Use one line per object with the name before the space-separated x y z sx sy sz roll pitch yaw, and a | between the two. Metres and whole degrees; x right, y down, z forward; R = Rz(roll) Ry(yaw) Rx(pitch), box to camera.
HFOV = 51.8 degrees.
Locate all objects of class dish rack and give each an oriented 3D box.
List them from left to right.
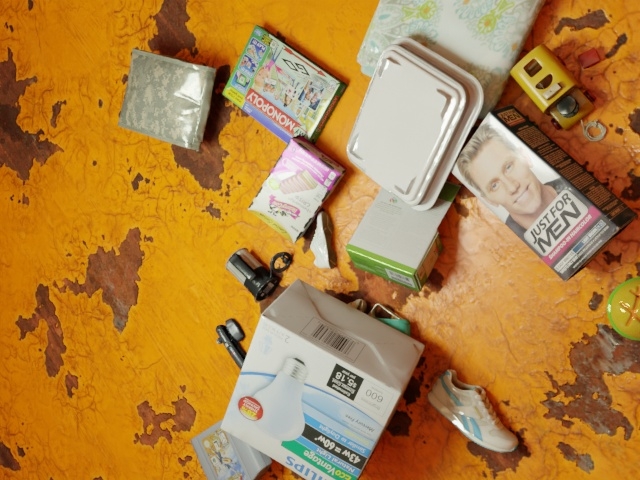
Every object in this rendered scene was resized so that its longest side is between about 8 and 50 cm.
dish rack | 0.187 -0.256 1.479 0.285 0.072 0.333 42 128 30

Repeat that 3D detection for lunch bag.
lunch bag | -0.412 -0.398 1.871 0.287 0.169 0.235 23 105 32

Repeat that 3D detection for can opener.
can opener | -0.238 0.314 1.875 0.073 0.059 0.186 -37 74 27

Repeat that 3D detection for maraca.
maraca | 0.663 0.130 1.304 0.185 0.099 0.127 -13 88 5

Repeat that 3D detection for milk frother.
milk frother | -0.167 0.065 1.807 0.143 0.129 0.134 -40 67 -19

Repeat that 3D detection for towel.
towel | 0.281 -0.479 1.485 0.374 0.090 0.321 31 109 29

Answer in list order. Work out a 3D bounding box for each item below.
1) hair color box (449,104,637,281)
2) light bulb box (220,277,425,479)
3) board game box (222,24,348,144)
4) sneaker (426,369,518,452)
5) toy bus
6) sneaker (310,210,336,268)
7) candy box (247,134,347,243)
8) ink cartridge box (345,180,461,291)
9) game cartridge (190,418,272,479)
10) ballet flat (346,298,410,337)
hair color box | 0.454 -0.102 1.377 0.347 0.105 0.174 48 135 20
light bulb box | 0.001 0.349 1.563 0.357 0.225 0.361 27 117 12
board game box | -0.101 -0.401 1.755 0.317 0.046 0.214 39 111 23
sneaker | 0.356 0.392 1.508 0.228 0.087 0.092 36 108 22
toy bus | 0.488 -0.309 1.372 0.202 0.104 0.191 8 98 31
sneaker | 0.000 0.000 1.716 0.061 0.053 0.152 -4 92 34
candy box | -0.061 -0.131 1.704 0.159 0.071 0.233 36 114 4
ink cartridge box | 0.207 -0.033 1.575 0.188 0.097 0.255 21 70 28
game cartridge | -0.256 0.609 1.866 0.297 0.062 0.198 -41 68 43
ballet flat | 0.117 0.195 1.653 0.247 0.083 0.087 15 77 29
